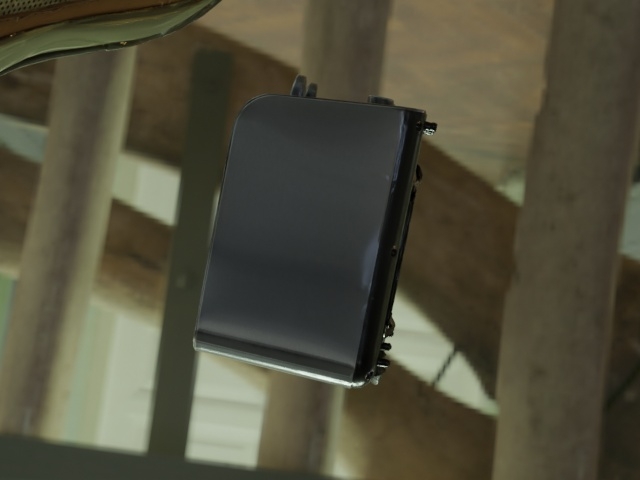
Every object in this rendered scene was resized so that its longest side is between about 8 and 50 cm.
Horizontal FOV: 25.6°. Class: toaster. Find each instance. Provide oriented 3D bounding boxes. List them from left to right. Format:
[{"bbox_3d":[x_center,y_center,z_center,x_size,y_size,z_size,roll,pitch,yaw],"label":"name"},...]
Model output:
[{"bbox_3d":[0.000,0.000,0.837,0.110,0.185,0.168,11,-175,4],"label":"toaster"}]

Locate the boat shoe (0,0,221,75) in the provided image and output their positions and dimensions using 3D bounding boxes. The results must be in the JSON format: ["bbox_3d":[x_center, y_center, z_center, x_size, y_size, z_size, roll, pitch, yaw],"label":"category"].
[{"bbox_3d":[-0.107,-0.145,0.562,0.122,0.324,0.120,39,134,9],"label":"boat shoe"}]
